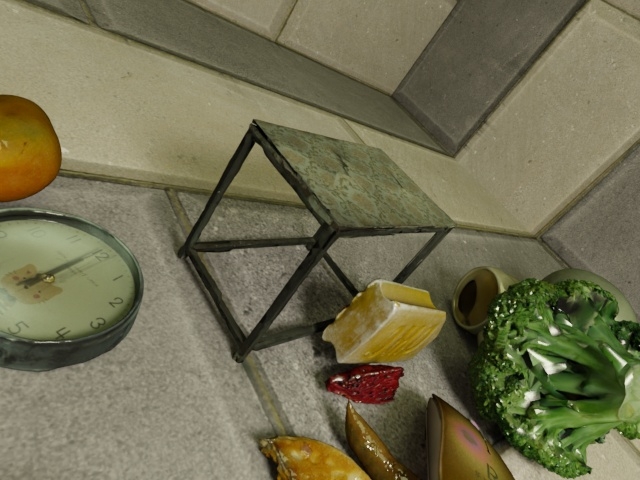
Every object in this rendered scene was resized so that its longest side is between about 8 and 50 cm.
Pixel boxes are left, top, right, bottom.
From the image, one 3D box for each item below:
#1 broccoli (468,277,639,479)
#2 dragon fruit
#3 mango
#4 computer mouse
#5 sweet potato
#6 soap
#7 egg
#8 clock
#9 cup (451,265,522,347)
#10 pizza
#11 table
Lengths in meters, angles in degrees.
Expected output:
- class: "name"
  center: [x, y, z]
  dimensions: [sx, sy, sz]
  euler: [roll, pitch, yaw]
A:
- class: "broccoli"
  center: [0.461, 0.250, 0.839]
  dimensions: [0.413, 0.321, 0.310]
  euler: [37, 22, -10]
- class: "dragon fruit"
  center: [0.061, 0.218, 0.713]
  dimensions: [0.131, 0.097, 0.063]
  euler: [0, 39, -21]
- class: "mango"
  center: [-0.439, -0.135, 0.627]
  dimensions: [0.138, 0.113, 0.253]
  euler: [17, 27, -26]
- class: "computer mouse"
  center: [0.214, 0.323, 0.634]
  dimensions: [0.158, 0.072, 0.310]
  euler: [46, 12, 6]
- class: "sweet potato"
  center: [0.113, 0.334, 0.592]
  dimensions: [0.274, 0.067, 0.067]
  euler: [49, 30, 13]
- class: "soap"
  center: [0.124, 0.145, 0.765]
  dimensions: [0.232, 0.140, 0.073]
  euler: [18, 31, -51]
- class: "egg"
  center: [0.732, 0.220, 1.254]
  dimensions: [0.258, 0.258, 0.352]
  euler: [32, 27, -9]
- class: "clock"
  center: [-0.330, 0.049, 0.540]
  dimensions: [0.226, 0.049, 0.226]
  euler: [27, 31, -18]
- class: "cup"
  center: [0.457, 0.197, 1.066]
  dimensions: [0.202, 0.173, 0.255]
  euler: [24, 30, -19]
- class: "pizza"
  center: [0.003, 0.306, 0.537]
  dimensions: [0.178, 0.041, 0.131]
  euler: [25, 28, -21]
- class: "table"
  center: [0.000, 0.000, 0.743]
  dimensions: [0.335, 0.272, 0.222]
  euler: [-2, 47, -50]
